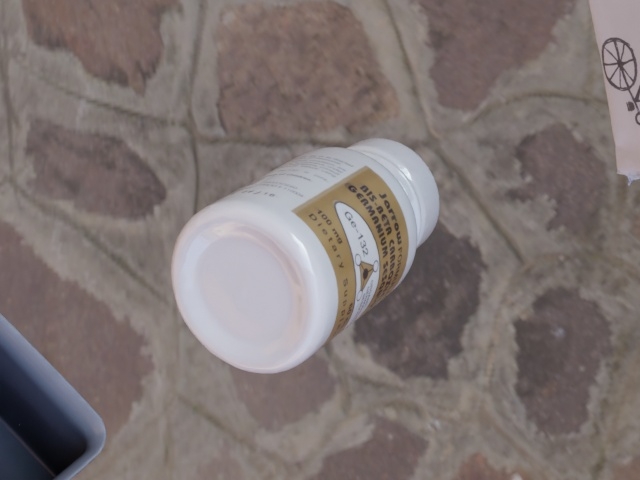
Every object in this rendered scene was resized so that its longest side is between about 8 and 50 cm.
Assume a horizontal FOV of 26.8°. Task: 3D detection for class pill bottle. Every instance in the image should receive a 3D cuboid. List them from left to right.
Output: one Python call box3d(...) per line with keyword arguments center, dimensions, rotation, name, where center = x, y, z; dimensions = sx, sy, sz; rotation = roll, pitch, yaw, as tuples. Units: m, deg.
box3d(center=(0.000, 0.000, 1.031), dimensions=(0.131, 0.229, 0.131), rotation=(12, 115, 27), name="pill bottle")

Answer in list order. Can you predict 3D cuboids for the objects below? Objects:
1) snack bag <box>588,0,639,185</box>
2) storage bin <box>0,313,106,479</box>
box3d(center=(0.389, -0.213, 1.375), dimensions=(0.037, 0.323, 0.343), rotation=(-19, 105, -23), name="snack bag")
box3d(center=(-0.216, 0.124, 0.855), dimensions=(0.135, 0.091, 0.098), rotation=(43, 55, 9), name="storage bin")
